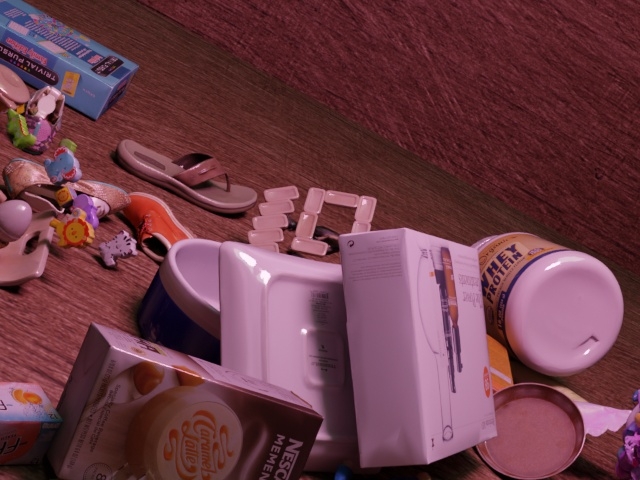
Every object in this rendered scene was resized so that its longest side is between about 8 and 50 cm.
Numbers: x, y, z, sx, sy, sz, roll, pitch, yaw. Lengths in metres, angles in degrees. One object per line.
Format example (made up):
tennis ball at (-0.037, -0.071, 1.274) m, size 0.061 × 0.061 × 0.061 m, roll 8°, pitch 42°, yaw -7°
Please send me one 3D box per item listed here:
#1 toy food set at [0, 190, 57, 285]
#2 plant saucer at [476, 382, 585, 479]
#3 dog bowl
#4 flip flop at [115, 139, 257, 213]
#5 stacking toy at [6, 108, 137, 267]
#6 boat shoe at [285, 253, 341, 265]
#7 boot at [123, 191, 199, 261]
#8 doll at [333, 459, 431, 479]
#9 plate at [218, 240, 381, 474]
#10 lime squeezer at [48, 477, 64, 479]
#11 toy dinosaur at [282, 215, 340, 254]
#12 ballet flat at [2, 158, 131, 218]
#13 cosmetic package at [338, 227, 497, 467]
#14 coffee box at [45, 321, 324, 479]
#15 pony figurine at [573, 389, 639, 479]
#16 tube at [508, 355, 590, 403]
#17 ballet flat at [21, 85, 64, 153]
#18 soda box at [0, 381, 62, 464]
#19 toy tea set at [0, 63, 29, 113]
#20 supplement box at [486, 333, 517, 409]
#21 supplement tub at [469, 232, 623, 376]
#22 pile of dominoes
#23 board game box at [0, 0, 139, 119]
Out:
toy food set at (-0.452, -0.102, 1.407) m, size 0.306 × 0.092 × 0.219 m, roll 54°, pitch 8°, yaw -24°
plant saucer at (0.318, 0.295, 1.694) m, size 0.168 × 0.168 × 0.029 m, roll 45°, pitch -18°, yaw 37°
dog bowl at (-0.111, 0.113, 1.514) m, size 0.265 × 0.104 × 0.265 m, roll 28°, pitch 17°, yaw -9°
flip flop at (-0.234, -0.127, 2.015) m, size 0.277 × 0.080 × 0.112 m, roll 25°, pitch 18°, yaw -19°
stacking toy at (-0.339, -0.071, 1.528) m, size 0.221 × 0.052 × 0.167 m, roll 62°, pitch 6°, yaw 16°
boat shoe at (0.065, 0.085, 1.902) m, size 0.302 × 0.091 × 0.114 m, roll 26°, pitch 18°, yaw -15°
boot at (-0.262, -0.021, 1.719) m, size 0.158 × 0.059 × 0.085 m, roll 39°, pitch 24°, yaw 21°
doll at (0.063, 0.313, 1.340) m, size 0.189 × 0.046 × 0.129 m, roll 6°, pitch 38°, yaw -41°
plate at (-0.009, 0.149, 1.388) m, size 0.277 × 0.045 × 0.278 m, roll 13°, pitch 68°, yaw -44°
lime squeezer at (-0.136, 0.312, 1.001) m, size 0.110 × 0.059 × 0.310 m, roll 14°, pitch 25°, yaw -44°
toy dinosaur at (0.000, 0.000, 1.911) m, size 0.118 × 0.064 × 0.268 m, roll 16°, pitch -3°, yaw -33°
ballet flat at (-0.375, -0.060, 1.650) m, size 0.206 × 0.073 × 0.067 m, roll 15°, pitch 50°, yaw -35°
cosmetic package at (0.141, 0.141, 1.492) m, size 0.097 × 0.284 × 0.377 m, roll -6°, pitch -6°, yaw 21°
coffee box at (-0.140, 0.195, 1.144) m, size 0.246 × 0.141 × 0.098 m, roll 22°, pitch 0°, yaw -26°
pony figurine at (0.530, 0.301, 1.763) m, size 0.351 × 0.363 × 0.303 m, roll -7°, pitch 46°, yaw -39°
tube at (0.397, 0.264, 2.021) m, size 0.240 × 0.062 × 0.070 m, roll 37°, pitch -27°, yaw 43°
ballet flat at (-0.468, -0.215, 1.875) m, size 0.077 × 0.079 × 0.221 m, roll 26°, pitch 17°, yaw -18°
soda box at (-0.340, 0.171, 1.047) m, size 0.183 × 0.058 × 0.063 m, roll 11°, pitch 26°, yaw -47°
toy tea set at (-0.595, -0.228, 1.688) m, size 0.200 × 0.124 × 0.336 m, roll 47°, pitch 18°, yaw -4°
supplement box at (0.273, 0.232, 1.867) m, size 0.080 × 0.078 × 0.233 m, roll 29°, pitch 18°, yaw -5°
supplement tub at (0.396, 0.109, 2.086) m, size 0.228 × 0.228 × 0.316 m, roll 25°, pitch 2°, yaw -18°
pile of dominoes at (-0.025, 0.014, 1.825) m, size 0.196 × 0.040 × 0.251 m, roll 11°, pitch 49°, yaw 6°
board game box at (-0.546, -0.373, 2.185) m, size 0.336 × 0.079 × 0.254 m, roll 29°, pitch 17°, yaw -7°
